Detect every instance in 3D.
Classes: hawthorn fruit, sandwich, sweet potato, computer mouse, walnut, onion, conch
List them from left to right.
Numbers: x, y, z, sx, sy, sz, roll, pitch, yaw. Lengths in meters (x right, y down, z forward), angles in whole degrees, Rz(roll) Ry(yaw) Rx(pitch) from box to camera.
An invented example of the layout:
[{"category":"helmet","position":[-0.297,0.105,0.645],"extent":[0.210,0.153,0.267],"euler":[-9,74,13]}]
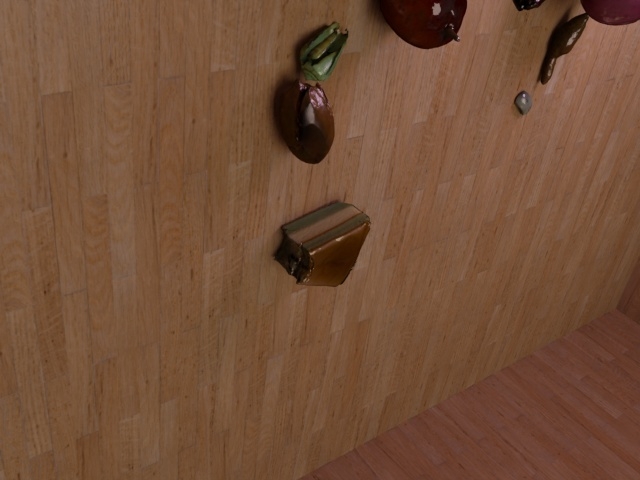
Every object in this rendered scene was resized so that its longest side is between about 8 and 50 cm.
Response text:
[{"category":"walnut","position":[-0.035,-0.288,1.747],"extent":[0.137,0.137,0.245],"euler":[-35,139,-17]},{"category":"sandwich","position":[0.000,0.000,1.998],"extent":[0.198,0.155,0.228],"euler":[8,115,-47]},{"category":"conch","position":[0.006,-0.459,1.702],"extent":[0.170,0.079,0.106],"euler":[-59,150,-12]},{"category":"hawthorn fruit","position":[0.255,-0.564,1.726],"extent":[0.215,0.250,0.215],"euler":[-26,160,-10]},{"category":"computer mouse","position":[0.689,-0.455,2.379],"extent":[0.056,0.032,0.110],"euler":[-50,141,2]},{"category":"sweet potato","position":[0.777,-0.629,2.295],"extent":[0.074,0.075,0.270],"euler":[-5,134,-41]},{"category":"onion","position":[0.843,-0.812,2.051],"extent":[0.358,0.344,0.358],"euler":[-44,151,-33]}]

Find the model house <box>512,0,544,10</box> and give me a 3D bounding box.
[{"category":"model house","position":[0.500,-0.761,1.618],"extent":[0.317,0.297,0.282],"euler":[-42,165,0]}]
